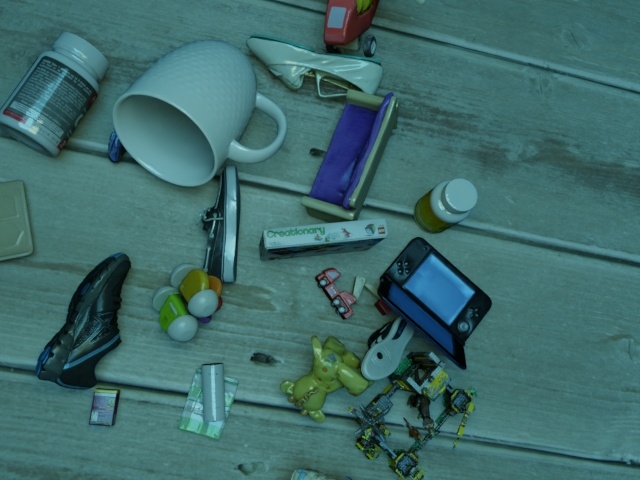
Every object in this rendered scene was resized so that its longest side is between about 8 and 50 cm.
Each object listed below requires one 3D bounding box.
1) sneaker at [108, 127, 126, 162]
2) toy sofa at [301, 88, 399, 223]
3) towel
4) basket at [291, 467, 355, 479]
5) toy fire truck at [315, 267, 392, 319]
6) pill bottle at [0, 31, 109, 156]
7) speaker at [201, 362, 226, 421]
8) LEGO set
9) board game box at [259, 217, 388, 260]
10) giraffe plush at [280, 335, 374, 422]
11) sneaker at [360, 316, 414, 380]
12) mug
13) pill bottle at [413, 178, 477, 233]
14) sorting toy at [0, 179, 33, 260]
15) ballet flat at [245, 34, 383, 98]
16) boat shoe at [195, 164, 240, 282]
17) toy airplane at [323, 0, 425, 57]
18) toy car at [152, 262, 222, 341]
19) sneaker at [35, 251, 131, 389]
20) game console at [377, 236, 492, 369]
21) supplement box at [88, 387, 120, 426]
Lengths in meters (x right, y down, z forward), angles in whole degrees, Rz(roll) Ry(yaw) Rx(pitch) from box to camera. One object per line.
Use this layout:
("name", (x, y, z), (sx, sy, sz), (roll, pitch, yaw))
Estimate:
("sneaker", (-0.482, -0.293, 1.423), (0.087, 0.083, 0.221), (33, 77, -7))
("toy sofa", (0.082, -0.227, 1.438), (0.150, 0.177, 0.362), (18, 75, 14))
("towel", (-0.278, 0.406, 1.338), (0.113, 0.023, 0.152), (18, 76, -5))
("basket", (0.041, 0.666, 1.229), (0.289, 0.201, 0.254), (23, 74, 28))
("toy fire truck", (0.090, 0.141, 1.444), (0.135, 0.047, 0.192), (-33, 85, -15))
("pill bottle", (-0.668, -0.370, 1.364), (0.161, 0.161, 0.283), (27, 75, -3))
("speaker", (-0.260, 0.369, 1.310), (0.055, 0.055, 0.136), (-3, 82, -10))
("LEGO set", (0.245, 0.431, 1.334), (0.331, 0.192, 0.255), (-35, 86, -14))
("board game box", (0.000, 0.000, 1.383), (0.305, 0.193, 0.053), (-5, 80, -11))
("giraffe plush", (0.007, 0.352, 1.334), (0.170, 0.210, 0.181), (-51, 57, 8))
("sneaker", (0.150, 0.289, 1.375), (0.079, 0.121, 0.217), (49, 50, 0))
("mug", (-0.264, -0.323, 1.353), (0.374, 0.276, 0.328), (26, 54, 0))
("pill bottle", (0.338, -0.095, 1.452), (0.118, 0.208, 0.117), (2, 78, -9))
("sorting toy", (-0.825, -0.040, 1.335), (0.193, 0.038, 0.208), (-12, 76, -12))
("ballet flat", (-0.020, -0.478, 1.525), (0.400, 0.139, 0.139), (10, 77, -8))
("boat shoe", (-0.264, -0.045, 1.393), (0.105, 0.113, 0.306), (3, 93, -3))
("toy airplane", (0.120, -0.739, 1.503), (0.386, 0.272, 0.384), (-25, 59, -2))
("toy car", (-0.314, 0.157, 1.330), (0.182, 0.136, 0.159), (-50, 54, 9))
("sneaker", (-0.543, 0.192, 1.308), (0.140, 0.125, 0.340), (34, 70, -29))
("game console", (0.311, 0.153, 1.415), (0.293, 0.173, 0.250), (42, 75, 0))
("supplement box", (-0.515, 0.398, 1.288), (0.055, 0.043, 0.083), (7, 76, -8))
